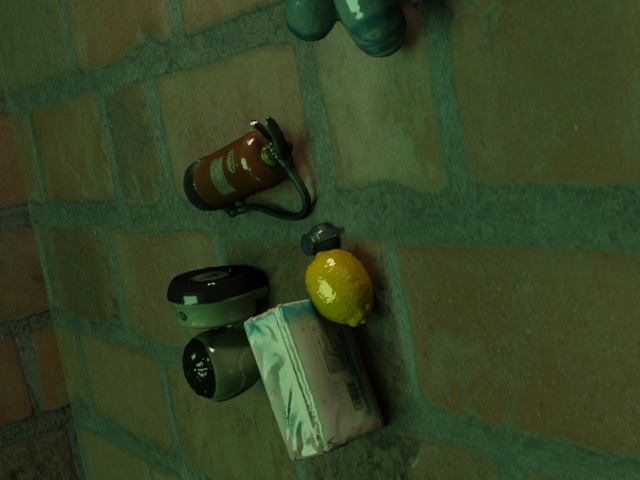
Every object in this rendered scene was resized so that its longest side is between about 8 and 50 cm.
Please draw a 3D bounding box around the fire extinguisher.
[{"bbox_3d":[-0.124,-0.125,1.948,0.200,0.113,0.376,36,155,-19],"label":"fire extinguisher"}]

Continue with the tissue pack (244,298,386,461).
[{"bbox_3d":[-0.010,0.244,1.792,0.124,0.201,0.271,-27,79,36],"label":"tissue pack"}]

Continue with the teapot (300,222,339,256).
[{"bbox_3d":[0.000,0.000,1.821,0.088,0.057,0.066,-39,70,56],"label":"teapot"}]

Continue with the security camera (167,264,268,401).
[{"bbox_3d":[-0.215,0.204,2.116,0.197,0.191,0.277,8,110,54],"label":"security camera"}]

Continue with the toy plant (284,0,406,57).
[{"bbox_3d":[0.035,-0.403,1.434,0.247,0.247,0.332,23,153,52],"label":"toy plant"}]

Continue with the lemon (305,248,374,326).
[{"bbox_3d":[0.036,0.085,1.750,0.155,0.114,0.114,60,145,18],"label":"lemon"}]
